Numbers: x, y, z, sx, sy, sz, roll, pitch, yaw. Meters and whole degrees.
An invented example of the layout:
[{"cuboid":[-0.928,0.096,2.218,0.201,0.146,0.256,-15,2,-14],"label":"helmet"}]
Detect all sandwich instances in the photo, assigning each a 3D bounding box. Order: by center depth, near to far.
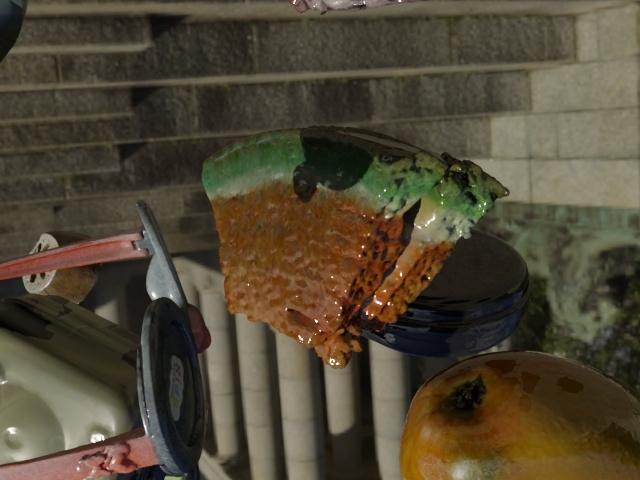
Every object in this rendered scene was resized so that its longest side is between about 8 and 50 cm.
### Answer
[{"cuboid":[-0.004,-0.012,0.772,0.109,0.212,0.292,11,-166,-47],"label":"sandwich"}]

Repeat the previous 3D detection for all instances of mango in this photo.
[{"cuboid":[0.219,0.214,0.783,0.317,0.211,0.173,28,-151,-22],"label":"mango"}]

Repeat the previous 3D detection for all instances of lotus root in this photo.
[{"cuboid":[-0.405,0.044,1.348,0.081,0.122,0.112,18,-150,-47],"label":"lotus root"}]

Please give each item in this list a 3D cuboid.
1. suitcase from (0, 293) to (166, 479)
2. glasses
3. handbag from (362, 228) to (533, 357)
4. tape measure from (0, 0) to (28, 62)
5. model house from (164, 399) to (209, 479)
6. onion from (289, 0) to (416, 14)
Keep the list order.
[{"cuboid":[-0.355,0.247,1.050,0.339,0.351,0.194,25,-163,17],"label":"suitcase"},{"cuboid":[-0.203,0.079,0.536,0.268,0.118,0.234,-12,-147,-5],"label":"glasses"},{"cuboid":[0.122,0.054,1.135,0.308,0.093,0.254,20,-146,35],"label":"handbag"},{"cuboid":[-0.442,-0.244,0.902,0.262,0.138,0.259,-40,168,6],"label":"tape measure"},{"cuboid":[-0.297,0.326,1.283,0.214,0.189,0.195,14,-163,-5],"label":"model house"},{"cuboid":[0.069,-0.406,1.056,0.272,0.230,0.256,-14,-160,10],"label":"onion"}]
